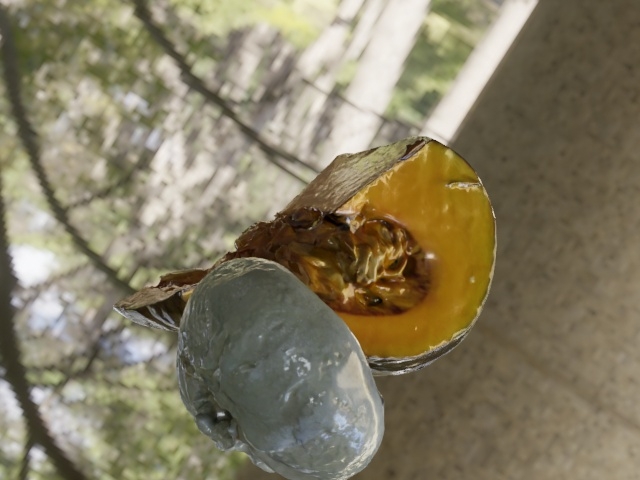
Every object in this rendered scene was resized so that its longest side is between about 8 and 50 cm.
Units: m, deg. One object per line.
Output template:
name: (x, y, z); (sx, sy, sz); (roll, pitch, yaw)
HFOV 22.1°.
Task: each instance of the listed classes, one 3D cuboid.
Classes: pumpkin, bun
pumpkin: (0.001, 0.000, 1.276); (0.280, 0.190, 0.139); (14, 171, -26)
bun: (-0.030, 0.080, 0.911); (0.141, 0.083, 0.141); (40, 150, 29)
